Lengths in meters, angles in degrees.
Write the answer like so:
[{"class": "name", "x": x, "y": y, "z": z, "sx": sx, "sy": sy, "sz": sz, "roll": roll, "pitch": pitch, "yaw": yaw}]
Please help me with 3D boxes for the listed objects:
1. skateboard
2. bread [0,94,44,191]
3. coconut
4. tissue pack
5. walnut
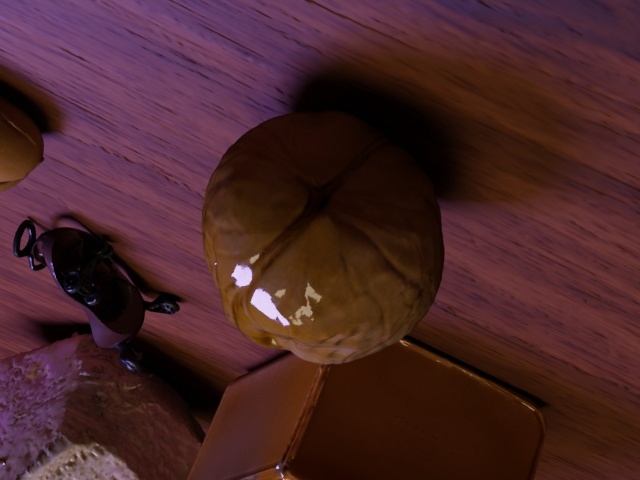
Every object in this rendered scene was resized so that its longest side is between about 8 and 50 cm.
[{"class": "skateboard", "x": -0.182, "y": 0.033, "z": 1.343, "sx": 0.080, "sy": 0.067, "sz": 0.151, "roll": 18, "pitch": 156, "yaw": 36}, {"class": "bread", "x": -0.274, "y": -0.078, "z": 1.121, "sx": 0.189, "sy": 0.077, "sz": 0.114, "roll": 21, "pitch": 164, "yaw": -7}, {"class": "coconut", "x": -0.209, "y": 0.219, "z": 1.581, "sx": 0.233, "sy": 0.233, "sz": 0.245, "roll": 1, "pitch": 144, "yaw": 42}, {"class": "tissue pack", "x": 0.026, "y": 0.179, "z": 1.374, "sx": 0.194, "sy": 0.145, "sz": 0.274, "roll": 25, "pitch": 158, "yaw": -15}, {"class": "walnut", "x": 0.000, "y": 0.000, "z": 0.973, "sx": 0.144, "sy": 0.144, "sz": 0.180, "roll": 15, "pitch": 162, "yaw": 14}]
